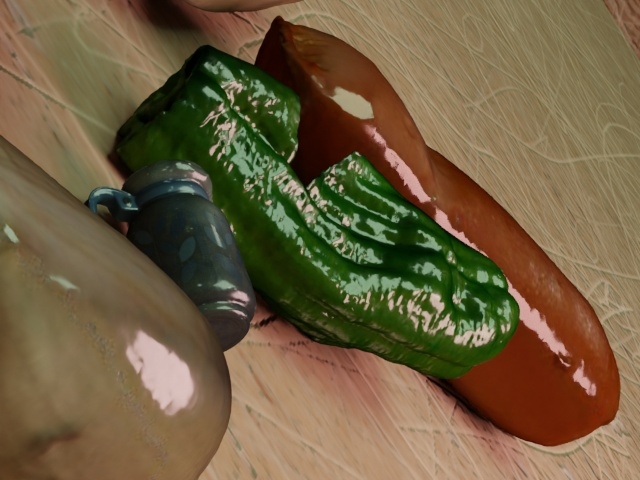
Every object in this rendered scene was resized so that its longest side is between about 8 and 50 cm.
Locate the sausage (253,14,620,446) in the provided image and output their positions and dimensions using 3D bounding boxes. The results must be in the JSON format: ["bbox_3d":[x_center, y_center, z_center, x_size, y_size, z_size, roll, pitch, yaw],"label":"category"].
[{"bbox_3d":[0.067,0.006,1.052,0.348,0.094,0.097,45,15,-30],"label":"sausage"}]

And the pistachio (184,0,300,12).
[{"bbox_3d":[-0.032,-0.235,1.007,0.230,0.230,0.309,62,15,8],"label":"pistachio"}]

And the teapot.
[{"bbox_3d":[-0.067,0.011,0.786,0.049,0.063,0.083,88,-17,-56],"label":"teapot"}]

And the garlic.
[{"bbox_3d":[-0.092,0.015,0.513,0.148,0.128,0.266,28,-20,4],"label":"garlic"}]

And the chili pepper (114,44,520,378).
[{"bbox_3d":[0.000,-0.001,0.908,0.253,0.083,0.099,37,42,-34],"label":"chili pepper"}]
